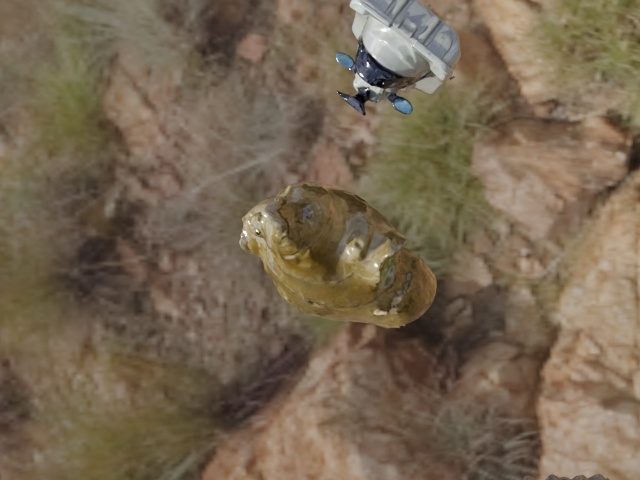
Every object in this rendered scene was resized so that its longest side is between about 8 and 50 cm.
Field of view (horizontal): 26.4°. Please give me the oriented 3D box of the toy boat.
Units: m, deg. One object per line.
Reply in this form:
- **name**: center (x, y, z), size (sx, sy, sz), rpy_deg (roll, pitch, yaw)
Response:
- **toy boat**: center (0.084, -0.207, 1.524), size (0.269, 0.140, 0.141), rpy_deg (124, 146, -83)

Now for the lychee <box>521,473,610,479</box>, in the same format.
- **lychee**: center (0.246, 0.412, 1.287), size (0.380, 0.432, 0.380), rpy_deg (-8, 59, 14)

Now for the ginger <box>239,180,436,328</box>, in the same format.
- **ginger**: center (0.000, 0.000, 1.462), size (0.218, 0.270, 0.123), rpy_deg (11, 66, 31)
